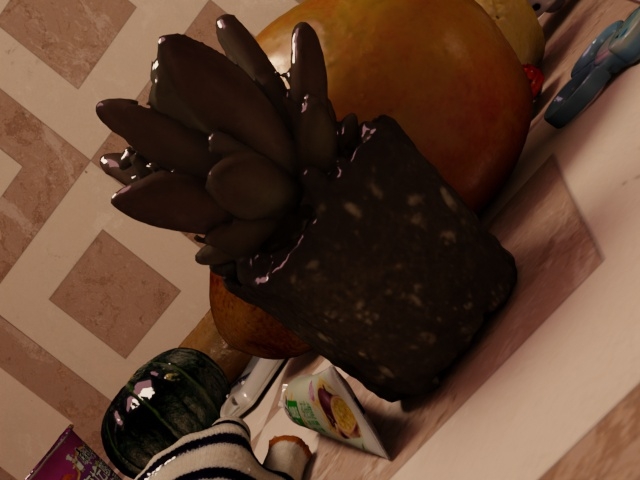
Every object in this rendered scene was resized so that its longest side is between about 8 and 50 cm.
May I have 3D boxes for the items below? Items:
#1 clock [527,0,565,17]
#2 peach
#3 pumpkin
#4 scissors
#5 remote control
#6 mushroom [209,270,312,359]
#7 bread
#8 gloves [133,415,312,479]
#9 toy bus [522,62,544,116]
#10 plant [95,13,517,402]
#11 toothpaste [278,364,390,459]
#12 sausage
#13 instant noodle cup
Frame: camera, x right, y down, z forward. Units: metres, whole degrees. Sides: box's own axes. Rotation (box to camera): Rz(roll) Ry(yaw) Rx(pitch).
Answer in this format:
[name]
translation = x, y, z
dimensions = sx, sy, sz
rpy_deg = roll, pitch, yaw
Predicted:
[clock]
translation = 0.260, -0.347, 1.488
dimensions = 0.254, 0.189, 0.189
rpy_deg = -51, 5, -18
[peach]
translation = 0.061, -0.115, 1.009
dimensions = 0.332, 0.307, 0.308
rpy_deg = -31, -1, -16
[pumpkin]
translation = -0.238, 0.268, 1.544
dimensions = 0.220, 0.162, 0.220
rpy_deg = -44, -2, -2
[scissors]
translation = 0.287, -0.186, 0.909
dimensions = 0.125, 0.030, 0.256
rpy_deg = -54, 4, -20
[remote control]
translation = -0.063, 0.140, 1.533
dimensions = 0.313, 0.055, 0.109
rpy_deg = -55, 7, -38
[mushroom]
translation = 0.000, 0.000, 1.366
dimensions = 0.345, 0.260, 0.345
rpy_deg = -39, 39, 41
[bread]
translation = 0.200, -0.247, 1.328
dimensions = 0.197, 0.197, 0.170
rpy_deg = -46, 18, 47
[gloves]
translation = -0.093, 0.215, 0.875
dimensions = 0.140, 0.131, 0.218
rpy_deg = -48, 14, 7
[toy bus]
translation = 0.183, -0.146, 1.208
dimensions = 0.195, 0.089, 0.081
rpy_deg = -47, 7, 37
[plant]
translation = -0.018, -0.020, 0.769
dimensions = 0.194, 0.321, 0.181
rpy_deg = -51, 3, -19
[toothpaste]
translation = 0.007, 0.143, 0.866
dimensions = 0.314, 0.058, 0.055
rpy_deg = 138, 147, -79
[sausage]
translation = -0.146, 0.152, 1.778
dimensions = 0.501, 0.123, 0.136
rpy_deg = -50, -10, 24
[instant noodle cup]
translation = -0.378, 0.428, 1.486
dimensions = 0.251, 0.190, 0.251
rpy_deg = -50, 4, 5
